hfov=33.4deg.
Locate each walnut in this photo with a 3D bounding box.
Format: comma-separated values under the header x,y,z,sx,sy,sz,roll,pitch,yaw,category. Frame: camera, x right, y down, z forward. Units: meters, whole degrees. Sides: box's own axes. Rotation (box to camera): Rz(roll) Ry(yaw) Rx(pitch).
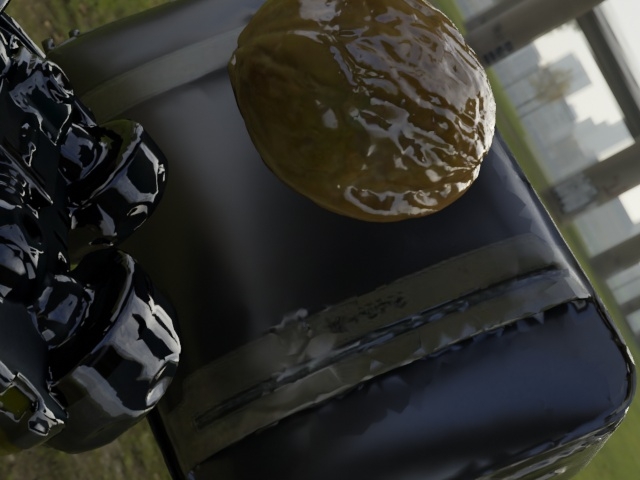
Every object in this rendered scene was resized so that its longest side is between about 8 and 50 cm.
x,y,z,sx,sy,sz,roll,pitch,yaw,category
0.021,-0.060,0.461,0.124,0.105,0.105,29,23,-16,walnut

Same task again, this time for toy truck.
x,y,z,sx,sy,sz,roll,pitch,yaw,category
-0.160,-0.002,0.415,0.147,0.165,0.224,52,14,-33,toy truck

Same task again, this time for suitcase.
x,y,z,sx,sy,sz,roll,pitch,yaw,category
0.000,0.000,0.688,0.194,0.283,0.434,86,-19,-66,suitcase

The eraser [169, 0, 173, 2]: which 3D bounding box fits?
x,y,z,sx,sy,sz,roll,pitch,yaw,category
-0.078,-0.130,0.981,0.096,0.098,0.404,66,11,-53,eraser
